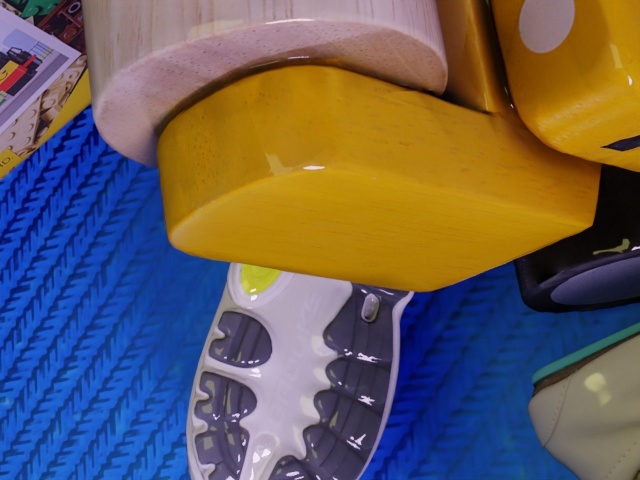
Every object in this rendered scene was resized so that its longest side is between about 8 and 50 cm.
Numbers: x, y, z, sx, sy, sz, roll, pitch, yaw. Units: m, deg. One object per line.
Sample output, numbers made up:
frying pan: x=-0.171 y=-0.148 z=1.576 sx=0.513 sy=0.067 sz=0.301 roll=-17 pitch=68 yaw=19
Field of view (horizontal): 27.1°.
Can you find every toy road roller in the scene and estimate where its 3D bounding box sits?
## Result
toy road roller: x=0.096 y=-0.110 z=0.475 sx=0.240 sy=0.329 sz=0.203 roll=-27 pitch=65 yaw=42

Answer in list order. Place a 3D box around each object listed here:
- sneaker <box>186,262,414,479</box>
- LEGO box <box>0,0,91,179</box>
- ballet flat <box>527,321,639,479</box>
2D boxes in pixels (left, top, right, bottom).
sneaker: x=0.000 y=0.000 z=0.627 sx=0.107 sy=0.110 sz=0.275 roll=25 pitch=73 yaw=-5
LEGO box: x=-0.227 y=-0.165 z=0.553 sx=0.500 sy=0.372 sz=0.193 roll=-41 pitch=73 yaw=-1
ballet flat: x=0.199 y=0.038 z=0.531 sx=0.248 sy=0.086 sz=0.086 roll=-36 pitch=66 yaw=27
